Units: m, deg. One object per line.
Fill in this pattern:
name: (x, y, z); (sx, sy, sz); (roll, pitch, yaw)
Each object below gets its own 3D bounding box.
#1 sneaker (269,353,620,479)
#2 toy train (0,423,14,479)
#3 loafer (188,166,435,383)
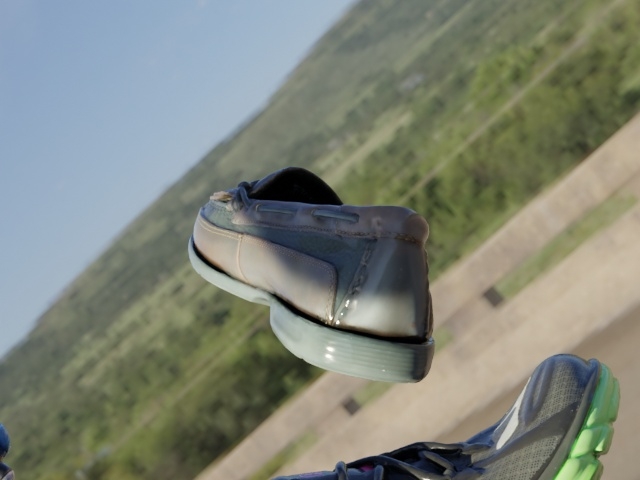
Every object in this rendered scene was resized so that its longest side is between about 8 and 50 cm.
sneaker: (0.061, 0.231, 1.293); (0.483, 0.202, 0.185); (-38, -18, -25)
toy train: (-0.348, 0.185, 1.396); (0.080, 0.184, 0.105); (-41, -25, -59)
loafer: (0.000, 0.000, 0.855); (0.267, 0.096, 0.084); (-145, 66, -67)
